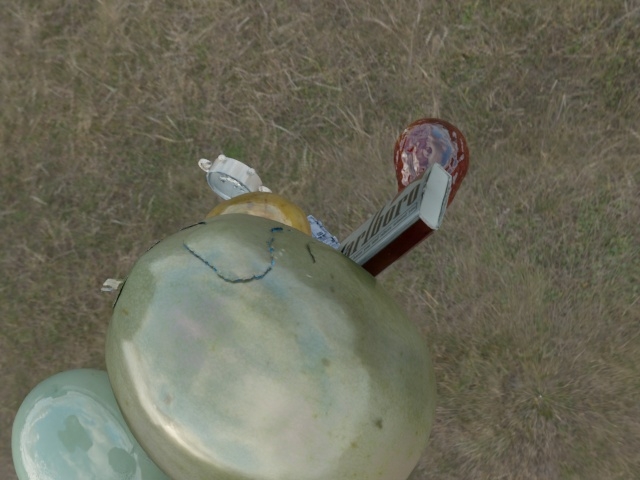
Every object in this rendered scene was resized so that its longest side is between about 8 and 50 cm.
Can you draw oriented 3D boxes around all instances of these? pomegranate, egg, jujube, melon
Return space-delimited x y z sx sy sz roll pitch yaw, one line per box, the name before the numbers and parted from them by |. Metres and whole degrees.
pomegranate | -0.105 0.008 1.028 0.191 0.191 0.191 -5 76 18
egg | -0.326 0.302 0.918 0.282 0.203 0.203 32 89 36
jujube | 0.266 -0.174 1.559 0.190 0.190 0.255 10 69 21
melon | -0.054 0.120 0.606 0.330 0.268 0.268 35 90 -14

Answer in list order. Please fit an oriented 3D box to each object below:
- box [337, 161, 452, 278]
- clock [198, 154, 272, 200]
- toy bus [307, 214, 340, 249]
box | 0.072 -0.005 0.735 0.036 0.115 0.177 40 128 -10
clock | -0.242 -0.162 1.773 0.229 0.155 0.063 24 67 1
toy bus | 0.000 0.000 1.989 0.064 0.075 0.190 -28 53 -19
